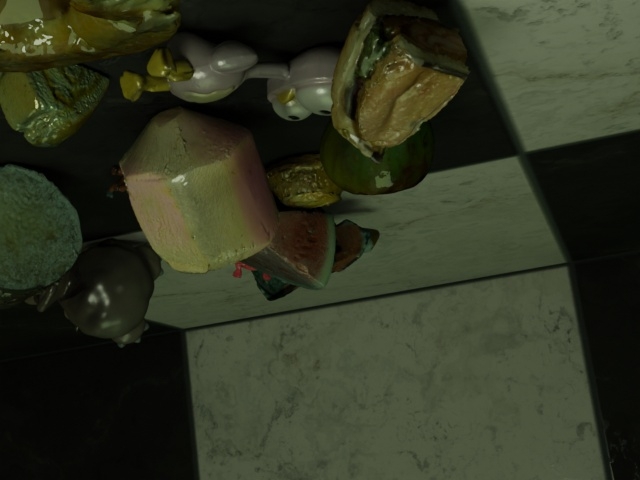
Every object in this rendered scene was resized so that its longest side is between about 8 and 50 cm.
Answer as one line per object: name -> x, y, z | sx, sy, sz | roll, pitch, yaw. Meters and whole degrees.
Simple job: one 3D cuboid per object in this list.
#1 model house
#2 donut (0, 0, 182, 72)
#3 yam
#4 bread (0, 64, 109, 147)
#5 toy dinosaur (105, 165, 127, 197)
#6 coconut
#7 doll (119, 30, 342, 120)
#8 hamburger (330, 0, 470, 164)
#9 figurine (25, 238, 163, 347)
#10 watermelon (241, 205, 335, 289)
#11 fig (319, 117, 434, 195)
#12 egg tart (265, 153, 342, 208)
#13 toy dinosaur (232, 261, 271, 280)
model house -> 0.000, 0.000, 2.367 | 0.291, 0.184, 0.253 | -15, 167, -33
donut -> -0.278, -0.269, 0.998 | 0.361, 0.169, 0.360 | -6, 173, -1
yam -> -0.567, 0.011, 1.906 | 0.241, 0.240, 0.348 | -1, 169, -25
bread -> -0.359, -0.181, 1.460 | 0.103, 0.110, 0.156 | -24, 160, 36
toy dinosaur -> -0.336, -0.110, 1.904 | 0.055, 0.049, 0.154 | 2, 160, -46
coconut -> -0.196, -0.087, 1.676 | 0.233, 0.245, 0.233 | -20, -163, 6
doll -> -0.084, -0.221, 1.465 | 0.365, 0.094, 0.160 | 4, 166, -38
hamburger -> 0.077, -0.213, 1.415 | 0.155, 0.135, 0.207 | 11, 140, -26
figurine -> -0.525, 0.092, 2.366 | 0.381, 0.248, 0.203 | 17, 174, -36
watermelon -> -0.112, -0.028, 2.112 | 0.319, 0.148, 0.226 | 22, 170, 11
fig -> 0.092, -0.156, 1.696 | 0.181, 0.181, 0.191 | -4, 140, -15
egg tart -> -0.023, -0.108, 2.039 | 0.191, 0.074, 0.191 | -5, 166, -1
toy dinosaur -> -0.186, -0.014, 2.302 | 0.070, 0.138, 0.286 | -16, -144, -43
